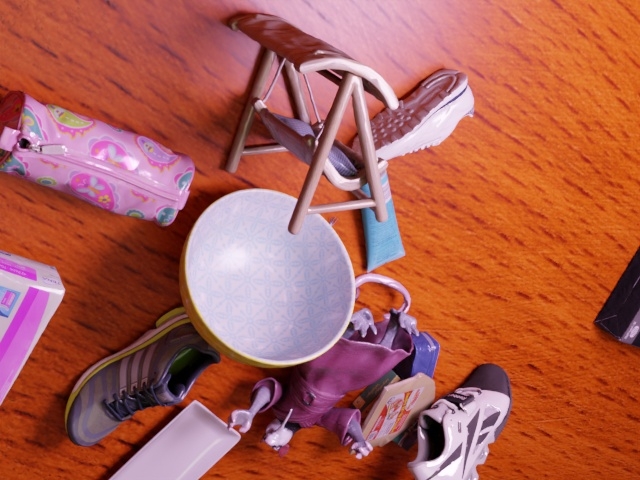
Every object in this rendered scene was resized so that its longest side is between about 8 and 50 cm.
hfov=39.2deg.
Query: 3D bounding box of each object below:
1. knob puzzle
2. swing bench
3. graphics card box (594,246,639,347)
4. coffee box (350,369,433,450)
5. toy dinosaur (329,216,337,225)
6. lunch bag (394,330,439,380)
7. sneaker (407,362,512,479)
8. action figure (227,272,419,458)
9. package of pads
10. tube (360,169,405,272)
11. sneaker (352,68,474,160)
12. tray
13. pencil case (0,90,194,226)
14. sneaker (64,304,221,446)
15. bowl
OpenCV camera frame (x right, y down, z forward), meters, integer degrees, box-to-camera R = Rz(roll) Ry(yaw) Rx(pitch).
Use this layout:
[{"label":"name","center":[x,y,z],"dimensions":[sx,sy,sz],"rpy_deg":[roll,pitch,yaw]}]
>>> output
[{"label":"knob puzzle","center":[0.148,0.321,1.728],"dimensions":[0.213,0.030,0.213],"rpy_deg":[-29,143,-24]},{"label":"swing bench","center":[-0.017,-0.181,1.298],"dimensions":[0.165,0.253,0.255],"rpy_deg":[-9,120,-24]},{"label":"graphics card box","center":[0.810,0.149,2.020],"dimensions":[0.371,0.094,0.233],"rpy_deg":[18,106,-35]},{"label":"coffee box","center":[0.155,0.340,1.801],"dimensions":[0.113,0.040,0.184],"rpy_deg":[-45,127,0]},{"label":"toy dinosaur","center":[0.000,0.000,1.539],"dimensions":[0.090,0.047,0.082],"rpy_deg":[-41,109,10]},{"label":"lunch bag","center":[0.190,0.229,1.744],"dimensions":[0.065,0.067,0.098],"rpy_deg":[-2,118,-27]},{"label":"sneaker","center":[0.271,0.349,1.761],"dimensions":[0.146,0.122,0.330],"rpy_deg":[46,51,-19]},{"label":"action figure","center":[-0.012,0.241,1.605],"dimensions":[0.248,0.276,0.370],"rpy_deg":[29,120,-18]},{"label":"package of pads","center":[-0.540,0.139,1.282],"dimensions":[0.229,0.101,0.296],"rpy_deg":[24,102,-36]},{"label":"tube","center":[0.103,-0.035,1.572],"dimensions":[0.080,0.052,0.207],"rpy_deg":[-22,129,-11]},{"label":"sneaker","center":[0.161,-0.185,1.501],"dimensions":[0.235,0.090,0.095],"rpy_deg":[-34,136,-7]},{"label":"tray","center":[-0.283,0.405,1.607],"dimensions":[0.270,0.030,0.145],"rpy_deg":[-43,126,-1]},{"label":"pencil case","center":[-0.321,-0.110,1.257],"dimensions":[0.284,0.124,0.124],"rpy_deg":[21,104,-36]},{"label":"sneaker","center":[-0.288,0.231,1.454],"dimensions":[0.300,0.121,0.111],"rpy_deg":[-42,127,-2]},{"label":"bowl","center":[-0.106,0.078,1.429],"dimensions":[0.289,0.289,0.156],"rpy_deg":[3,157,-29]}]
